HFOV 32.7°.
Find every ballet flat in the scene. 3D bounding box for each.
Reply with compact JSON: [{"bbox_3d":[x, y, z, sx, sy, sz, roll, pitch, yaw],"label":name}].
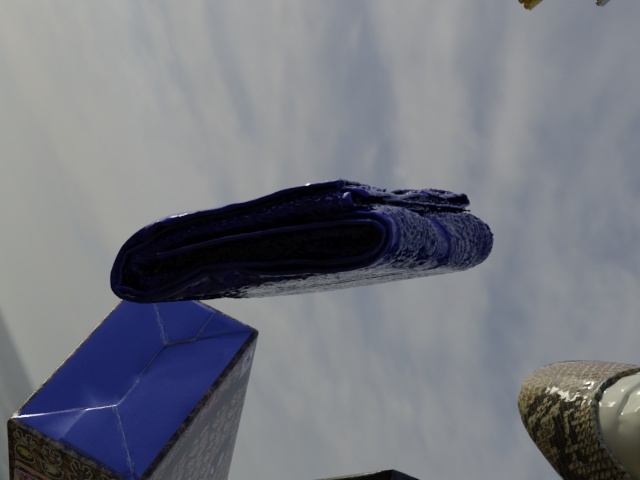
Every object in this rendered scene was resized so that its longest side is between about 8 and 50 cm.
[{"bbox_3d":[0.355,0.223,0.878,0.483,0.164,0.182,48,-26,34],"label":"ballet flat"}]

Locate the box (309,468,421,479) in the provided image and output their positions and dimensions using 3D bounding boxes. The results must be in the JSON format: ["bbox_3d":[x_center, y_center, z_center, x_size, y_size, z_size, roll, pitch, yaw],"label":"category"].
[{"bbox_3d":[-0.017,0.282,0.862,0.220,0.051,0.175,-19,-128,41],"label":"box"}]

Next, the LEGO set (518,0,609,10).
[{"bbox_3d":[0.238,-0.313,1.182,0.227,0.093,0.087,51,1,20],"label":"LEGO set"}]

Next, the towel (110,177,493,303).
[{"bbox_3d":[0.000,0.000,0.896,0.308,0.227,0.076,4,78,-67],"label":"towel"}]

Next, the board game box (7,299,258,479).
[{"bbox_3d":[-0.197,0.227,1.143,0.141,0.232,0.291,26,-45,12],"label":"board game box"}]
